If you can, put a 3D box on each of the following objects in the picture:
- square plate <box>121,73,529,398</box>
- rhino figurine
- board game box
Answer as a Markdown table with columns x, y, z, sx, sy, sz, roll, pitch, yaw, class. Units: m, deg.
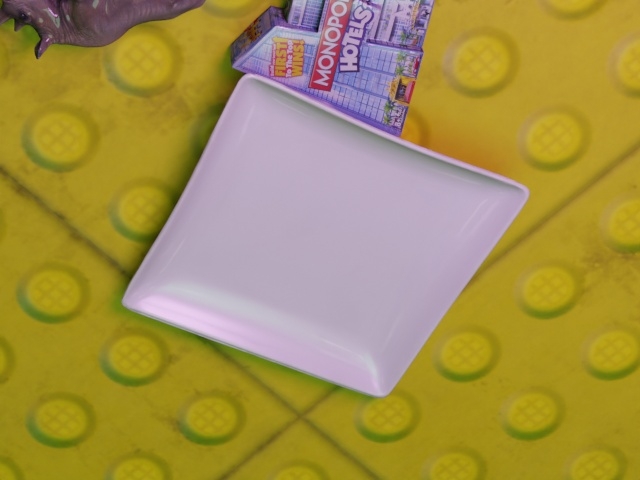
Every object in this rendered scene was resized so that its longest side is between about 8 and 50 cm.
| x | y | z | sx | sy | sz | roll | pitch | yaw | class |
| --- | --- | --- | --- | --- | --- | --- | --- | --- | --- |
| 0.000 | 0.000 | 1.687 | 0.344 | 0.049 | 0.347 | 21 | 124 | -16 | square plate |
| -0.222 | -0.250 | 1.530 | 0.243 | 0.073 | 0.106 | -20 | 117 | 8 | rhino figurine |
| 0.011 | -0.219 | 1.575 | 0.194 | 0.060 | 0.194 | 8 | 119 | -11 | board game box |
